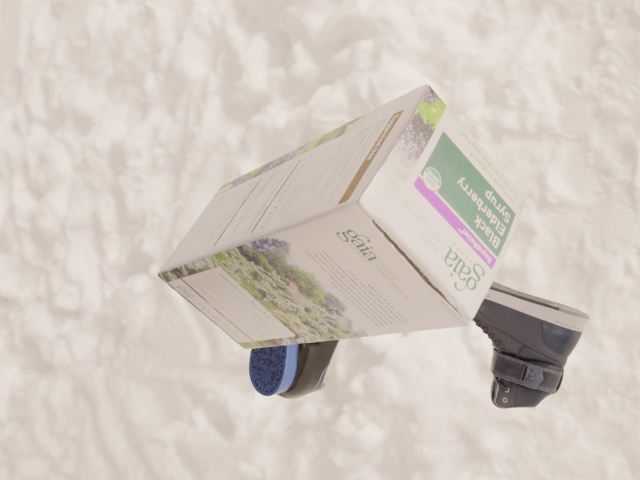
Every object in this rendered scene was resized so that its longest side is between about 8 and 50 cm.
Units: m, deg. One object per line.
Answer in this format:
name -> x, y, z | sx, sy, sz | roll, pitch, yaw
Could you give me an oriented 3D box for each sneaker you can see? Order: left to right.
sneaker -> -0.014, 0.061, 0.784 | 0.081, 0.091, 0.232 | 14, 90, 42
sneaker -> 0.232, 0.139, 0.971 | 0.226, 0.086, 0.163 | 20, 100, 13

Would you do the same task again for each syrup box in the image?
syrup box -> 0.000, 0.000, 0.449 | 0.237, 0.093, 0.096 | -18, 34, 52
